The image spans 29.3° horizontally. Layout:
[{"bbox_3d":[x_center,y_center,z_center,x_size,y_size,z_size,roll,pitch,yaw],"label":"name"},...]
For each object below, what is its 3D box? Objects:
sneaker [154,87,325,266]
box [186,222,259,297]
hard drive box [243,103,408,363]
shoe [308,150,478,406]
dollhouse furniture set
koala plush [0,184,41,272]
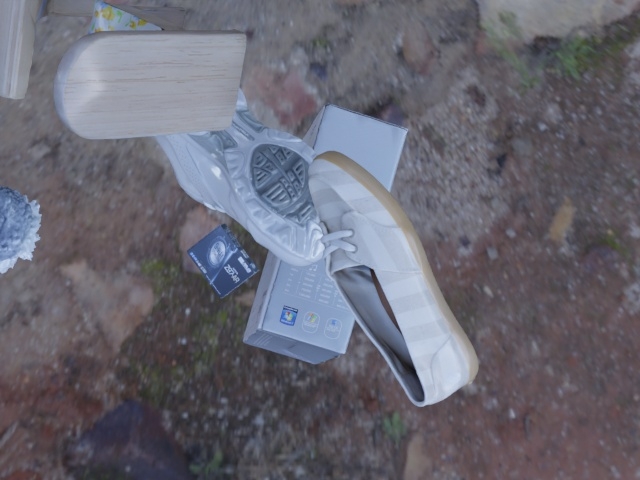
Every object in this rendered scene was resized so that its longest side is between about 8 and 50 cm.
[{"bbox_3d":[-0.072,-0.058,1.114,0.090,0.115,0.232,-29,68,-28],"label":"sneaker"},{"bbox_3d":[-0.135,0.028,1.700,0.067,0.018,0.083,-36,89,20],"label":"box"},{"bbox_3d":[0.000,0.000,1.250,0.089,0.181,0.232,17,80,-6],"label":"hard drive box"},{"bbox_3d":[0.047,0.030,0.963,0.058,0.076,0.219,-32,90,-30],"label":"shoe"},{"bbox_3d":[-0.235,-0.296,0.792,0.256,0.362,0.394,-10,121,-45],"label":"dollhouse furniture set"},{"bbox_3d":[-0.330,0.004,0.913,0.221,0.203,0.196,-41,128,-10],"label":"koala plush"}]
